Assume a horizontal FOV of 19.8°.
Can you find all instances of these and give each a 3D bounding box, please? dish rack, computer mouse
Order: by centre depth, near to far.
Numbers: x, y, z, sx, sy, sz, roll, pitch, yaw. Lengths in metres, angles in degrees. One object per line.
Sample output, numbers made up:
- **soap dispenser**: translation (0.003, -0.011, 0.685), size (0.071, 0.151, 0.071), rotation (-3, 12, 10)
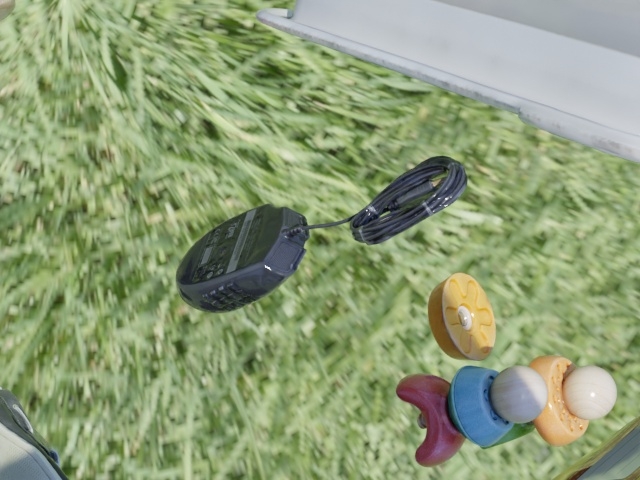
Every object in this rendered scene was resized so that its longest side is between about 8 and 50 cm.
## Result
- **dish rack**: translation (0.157, -0.074, 0.654), size (0.285, 0.333, 0.072), rotation (3, 102, -26)
- **computer mouse**: translation (0.000, 0.000, 1.221), size (0.242, 0.071, 0.041), rotation (-18, 127, 36)

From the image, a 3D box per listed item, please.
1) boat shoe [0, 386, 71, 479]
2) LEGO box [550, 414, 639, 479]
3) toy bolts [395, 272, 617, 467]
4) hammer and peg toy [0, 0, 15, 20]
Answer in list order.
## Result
- **boat shoe**: translation (-0.294, 0.227, 1.863), size (0.079, 0.233, 0.084), rotation (-5, 128, -49)
- **LEGO box**: translation (0.113, 0.320, 0.699), size (0.500, 0.193, 0.372), rotation (-35, 94, -7)
- **toy bolts**: translation (0.199, 0.136, 1.969), size (0.158, 0.228, 0.218), rotation (-19, 91, 36)
- **hammer and peg toy**: translation (-0.142, -0.262, 1.011), size (0.361, 0.266, 0.127), rotation (-32, 84, 16)
